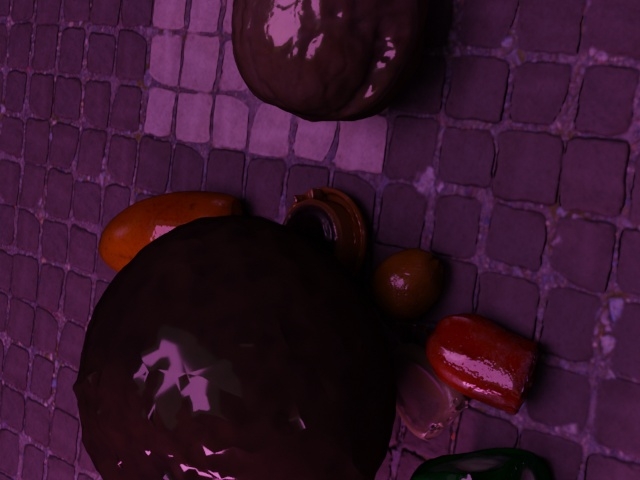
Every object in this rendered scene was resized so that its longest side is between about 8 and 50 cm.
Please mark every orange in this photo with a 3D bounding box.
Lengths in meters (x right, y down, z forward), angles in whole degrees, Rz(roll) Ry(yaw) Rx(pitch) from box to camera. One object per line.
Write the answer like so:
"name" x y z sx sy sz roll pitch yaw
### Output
"orange" 0.106 0.051 1.233 0.095 0.085 0.085 -36 66 13

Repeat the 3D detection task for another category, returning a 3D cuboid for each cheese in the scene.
"cheese" 0.103 0.152 1.268 0.192 0.037 0.097 53 122 29

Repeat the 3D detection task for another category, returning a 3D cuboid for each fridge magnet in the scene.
"fridge magnet" 0.000 0.000 1.339 0.143 0.063 0.143 -2 86 40

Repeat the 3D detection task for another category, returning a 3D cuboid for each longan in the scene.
"longan" -0.103 0.166 1.199 0.391 0.391 0.391 1 91 42

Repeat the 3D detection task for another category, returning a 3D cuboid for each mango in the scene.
"mango" -0.218 -0.002 1.484 0.252 0.154 0.126 -8 78 28

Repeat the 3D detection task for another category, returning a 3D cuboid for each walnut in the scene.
"walnut" 0.011 -0.251 1.203 0.248 0.248 0.248 1 91 42

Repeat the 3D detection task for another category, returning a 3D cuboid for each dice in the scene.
"dice" 0.182 0.301 1.138 0.128 0.131 0.120 -14 84 40

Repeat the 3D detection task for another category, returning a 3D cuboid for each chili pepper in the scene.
"chili pepper" 0.165 0.128 1.180 0.192 0.086 0.084 22 133 30
